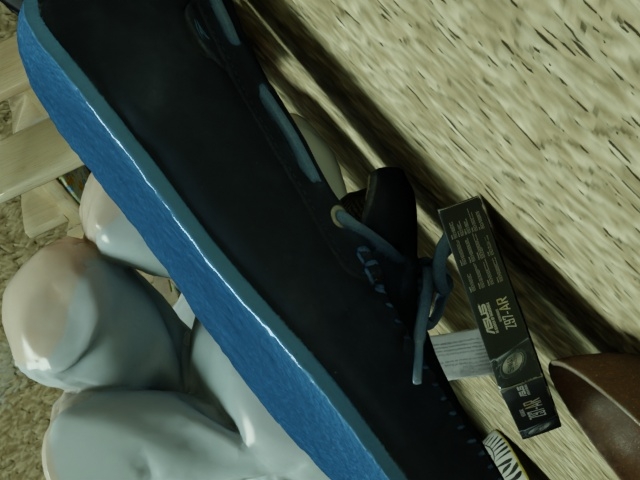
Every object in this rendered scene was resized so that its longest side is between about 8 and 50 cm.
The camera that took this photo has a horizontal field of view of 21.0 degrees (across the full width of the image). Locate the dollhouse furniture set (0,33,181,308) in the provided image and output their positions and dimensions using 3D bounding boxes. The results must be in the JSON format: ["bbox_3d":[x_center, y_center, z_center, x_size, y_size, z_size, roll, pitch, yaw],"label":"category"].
[{"bbox_3d":[-0.126,-0.005,1.722,0.362,0.256,0.394,56,-167,-50],"label":"dollhouse furniture set"}]

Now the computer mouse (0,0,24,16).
[{"bbox_3d":[-0.174,-0.161,1.473,0.262,0.060,0.184,39,177,-30],"label":"computer mouse"}]

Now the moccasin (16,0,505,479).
[{"bbox_3d":[0.000,0.000,0.791,0.342,0.117,0.138,55,163,-4],"label":"moccasin"}]

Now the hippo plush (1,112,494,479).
[{"bbox_3d":[-0.012,0.044,1.005,0.236,0.294,0.234,-10,-78,-74],"label":"hippo plush"}]

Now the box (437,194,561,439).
[{"bbox_3d":[0.074,0.032,0.704,0.067,0.018,0.083,58,-166,-64],"label":"box"}]

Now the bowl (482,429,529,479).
[{"bbox_3d":[0.133,0.240,1.344,0.170,0.080,0.170,158,90,-86],"label":"bowl"}]

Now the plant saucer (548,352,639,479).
[{"bbox_3d":[0.152,0.101,0.650,0.168,0.029,0.168,50,175,6],"label":"plant saucer"}]
